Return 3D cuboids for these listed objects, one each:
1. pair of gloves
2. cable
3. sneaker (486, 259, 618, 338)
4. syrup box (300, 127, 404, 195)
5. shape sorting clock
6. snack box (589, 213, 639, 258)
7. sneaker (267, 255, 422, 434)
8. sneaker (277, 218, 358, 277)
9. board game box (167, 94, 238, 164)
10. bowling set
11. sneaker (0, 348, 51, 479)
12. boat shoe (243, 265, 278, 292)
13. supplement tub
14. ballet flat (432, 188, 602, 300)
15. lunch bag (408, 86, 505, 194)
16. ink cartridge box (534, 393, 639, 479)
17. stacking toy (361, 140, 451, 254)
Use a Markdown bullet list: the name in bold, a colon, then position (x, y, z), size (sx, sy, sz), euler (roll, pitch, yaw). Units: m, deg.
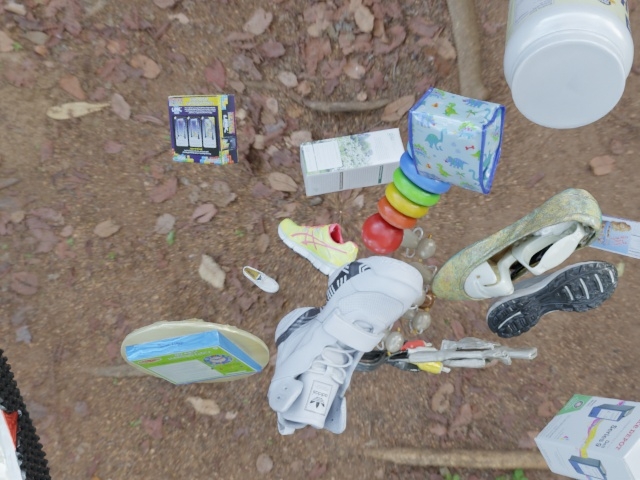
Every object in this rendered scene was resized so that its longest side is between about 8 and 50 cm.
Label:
- **pair of gloves**: position (0.325, 0.231, 1.356), size (0.204, 0.240, 0.042), euler (-3, 86, 39)
- **cable**: position (0.180, 0.271, 1.578), size (0.287, 0.139, 0.072), euler (14, 113, -33)
- **sneaker**: position (0.463, 0.102, 1.312), size (0.271, 0.108, 0.100), euler (-23, 105, 14)
- **syrup box**: position (0.075, -0.182, 1.499), size (0.236, 0.096, 0.093), euler (-9, 63, -4)
- **shape sorting clock**: position (-0.175, 0.159, 0.911), size (0.206, 0.206, 0.040), euler (-3, 61, 2)
- **snack box**: position (0.555, -0.010, 1.203), size (0.022, 0.178, 0.064), euler (-6, 106, -34)
- **sneaker**: position (0.033, 0.183, 1.037), size (0.137, 0.366, 0.210), euler (26, 50, -22)
- **sneaker**: position (0.000, 0.000, 1.286), size (0.208, 0.081, 0.094), euler (35, 97, 36)
- **board game box**: position (-0.248, -0.234, 1.357), size (0.170, 0.048, 0.141), euler (11, 107, 40)
- **bowling set**: position (0.231, 0.122, 1.490), size (0.199, 0.154, 0.287), euler (14, 101, -36)
- **sneaker**: position (-0.243, 0.144, 0.445), size (0.075, 0.057, 0.162), euler (-17, 100, -10)
- **boat shoe**: position (-0.147, 0.094, 1.573), size (0.100, 0.035, 0.035), euler (35, 82, 9)
- **supplement tub**: position (0.492, -0.404, 1.291), size (0.235, 0.236, 0.325), euler (16, 52, 1)
- **ballet flat**: position (0.357, 0.035, 1.190), size (0.348, 0.123, 0.123), euler (-36, 91, 24)
- **lunch bag**: position (0.212, -0.149, 1.014), size (0.128, 0.151, 0.096), euler (22, 50, 28)
- **ink cartridge box**: position (0.551, 0.386, 1.241), size (0.154, 0.212, 0.093), euler (-35, 101, -25)
- **stacking toy**: position (0.185, -0.104, 1.292), size (0.141, 0.141, 0.330), euler (34, 118, 0)
